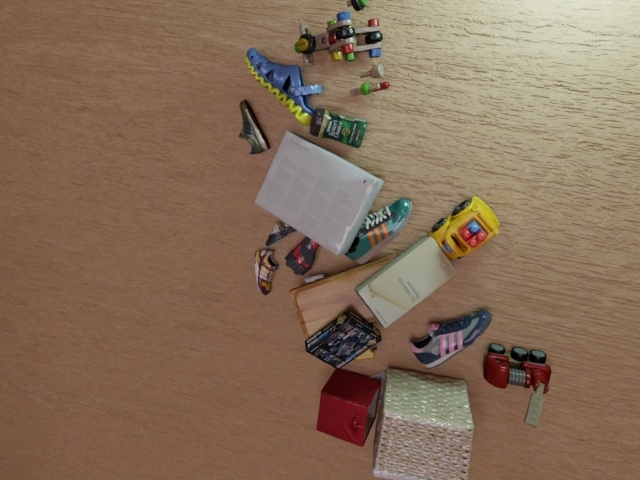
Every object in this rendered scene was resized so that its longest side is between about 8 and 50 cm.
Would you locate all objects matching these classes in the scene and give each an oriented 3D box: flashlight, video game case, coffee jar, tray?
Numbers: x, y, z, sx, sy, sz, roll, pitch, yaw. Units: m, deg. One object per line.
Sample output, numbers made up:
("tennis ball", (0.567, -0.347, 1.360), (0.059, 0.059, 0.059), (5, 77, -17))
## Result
("flashlight", (0.000, 0.000, 1.740), (0.103, 0.103, 0.304), (36, 113, -26))
("video game case", (0.247, 0.586, 1.894), (0.087, 0.011, 0.122), (-27, 98, 20))
("coffee jar", (0.058, -0.379, 1.598), (0.184, 0.079, 0.096), (13, 117, -6))
("tray", (0.113, 0.210, 1.725), (0.410, 0.076, 0.203), (-20, 90, 7))

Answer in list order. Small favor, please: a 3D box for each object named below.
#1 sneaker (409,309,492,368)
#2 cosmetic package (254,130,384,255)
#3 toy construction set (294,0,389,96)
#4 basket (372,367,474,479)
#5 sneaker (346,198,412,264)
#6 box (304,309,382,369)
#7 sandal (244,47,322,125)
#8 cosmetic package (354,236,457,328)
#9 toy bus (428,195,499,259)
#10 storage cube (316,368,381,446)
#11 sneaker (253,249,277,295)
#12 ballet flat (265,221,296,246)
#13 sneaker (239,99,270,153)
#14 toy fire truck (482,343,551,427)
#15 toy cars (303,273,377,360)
("sneaker", (0.462, 0.334, 1.712), (0.131, 0.112, 0.319), (45, 110, -5))
("cosmetic package", (-0.012, -0.166, 1.637), (0.377, 0.097, 0.284), (33, 108, 19))
("toy construction set", (0.062, -0.597, 1.516), (0.237, 0.257, 0.309), (-3, 129, 33))
("basket", (0.371, 0.672, 1.716), (0.331, 0.328, 0.267), (9, 106, 8))
("sneaker", (0.186, -0.044, 1.656), (0.121, 0.108, 0.302), (32, 115, -24))
("box", (0.080, 0.359, 1.693), (0.220, 0.051, 0.175), (-40, 123, 22))
("sandal", (-0.115, -0.540, 1.603), (0.317, 0.126, 0.138), (40, 111, -10))
("cosmetic package", (0.286, 0.140, 1.610), (0.309, 0.113, 0.160), (-38, 90, -4))
("toy bus", (0.471, -0.016, 1.555), (0.220, 0.211, 0.149), (-40, 95, 23))
("storage cube", (0.110, 0.640, 1.838), (0.193, 0.215, 0.184), (12, 109, 20))
("sneaker", (-0.205, 0.126, 1.843), (0.083, 0.069, 0.186), (-2, 106, 20))
("ballet flat", (-0.129, -0.048, 1.773), (0.203, 0.074, 0.074), (-26, 98, 13))
("sneaker", (-0.262, -0.399, 1.704), (0.086, 0.064, 0.192), (-23, 102, 14))
("toy fire truck", (0.678, 0.493, 1.630), (0.217, 0.246, 0.159), (8, 107, 12))
("toy cars", (0.075, 0.288, 1.814), (0.393, 0.087, 0.176), (40, 96, 4))
